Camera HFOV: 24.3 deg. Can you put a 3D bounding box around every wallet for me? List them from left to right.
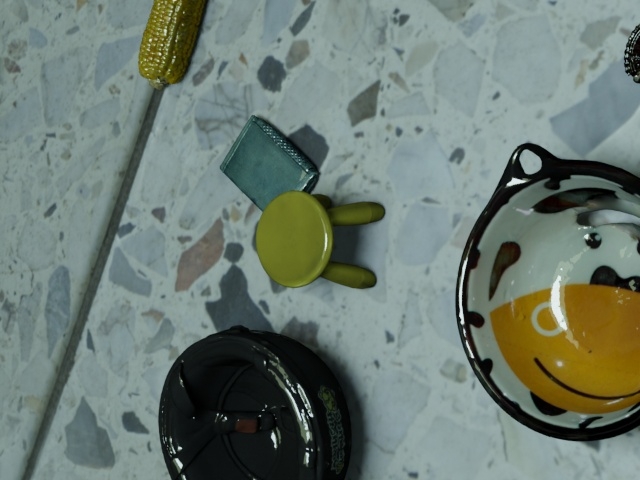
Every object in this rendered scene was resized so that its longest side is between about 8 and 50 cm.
[{"bbox_3d":[-0.062,-0.087,1.827,0.129,0.026,0.088,45,111,32],"label":"wallet"}]

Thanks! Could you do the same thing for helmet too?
[{"bbox_3d":[-0.055,0.229,1.728,0.230,0.160,0.279,-10,96,36],"label":"helmet"}]

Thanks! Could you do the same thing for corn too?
[{"bbox_3d":[-0.185,-0.292,1.906,0.068,0.068,0.207,26,105,36],"label":"corn"}]

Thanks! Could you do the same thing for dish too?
[{"bbox_3d":[0.279,0.055,1.490,0.303,0.120,0.303,-2,87,39],"label":"dish"}]

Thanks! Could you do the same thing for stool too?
[{"bbox_3d":[0.000,0.000,1.722,0.135,0.110,0.134,-44,65,28],"label":"stool"}]

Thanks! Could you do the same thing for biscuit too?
[{"bbox_3d":[0.349,-0.189,1.502,0.087,0.027,0.089,49,116,30],"label":"biscuit"}]
